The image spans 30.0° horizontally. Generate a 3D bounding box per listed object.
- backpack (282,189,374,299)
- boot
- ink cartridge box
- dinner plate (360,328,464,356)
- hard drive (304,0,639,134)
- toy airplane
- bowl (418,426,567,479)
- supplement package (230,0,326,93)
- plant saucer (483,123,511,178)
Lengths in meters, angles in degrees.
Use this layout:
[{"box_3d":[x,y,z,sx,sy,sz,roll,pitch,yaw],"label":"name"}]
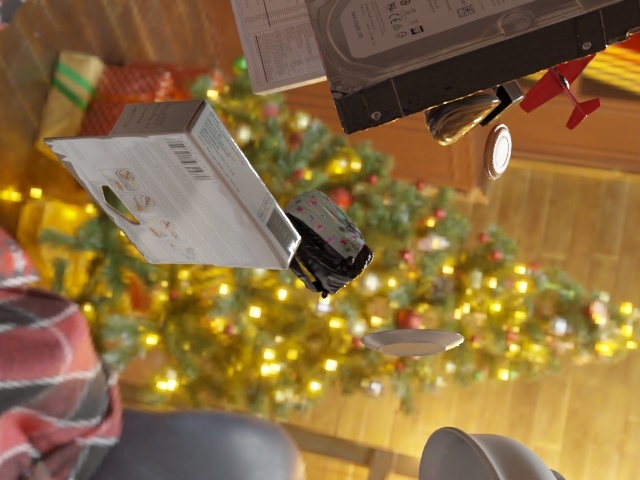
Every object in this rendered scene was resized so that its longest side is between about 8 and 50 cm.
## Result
[{"box_3d":[0.000,0.000,2.186,0.115,0.182,0.152,-47,-177,-40],"label":"backpack"},{"box_3d":[0.133,-0.269,1.544,0.096,0.280,0.264,-41,173,36],"label":"boot"},{"box_3d":[-0.188,-0.066,1.548,0.275,0.238,0.060,56,48,-42],"label":"ink cartridge box"},{"box_3d":[0.124,0.141,1.616,0.141,0.141,0.017,53,34,-69],"label":"dinner plate"},{"box_3d":[0.160,-0.256,1.334,0.237,0.338,0.064,-102,173,-49],"label":"hard drive"},{"box_3d":[0.388,-0.236,1.883,0.028,0.151,0.151,-129,-144,-57],"label":"toy airplane"},{"box_3d":[0.238,0.362,1.456,0.298,0.134,0.298,171,-90,-73],"label":"bowl"},{"box_3d":[0.001,-0.363,1.957,0.199,0.262,0.198,-75,152,-83],"label":"supplement package"},{"box_3d":[0.267,-0.133,1.787,0.083,0.013,0.084,-26,122,-54],"label":"plant saucer"}]
